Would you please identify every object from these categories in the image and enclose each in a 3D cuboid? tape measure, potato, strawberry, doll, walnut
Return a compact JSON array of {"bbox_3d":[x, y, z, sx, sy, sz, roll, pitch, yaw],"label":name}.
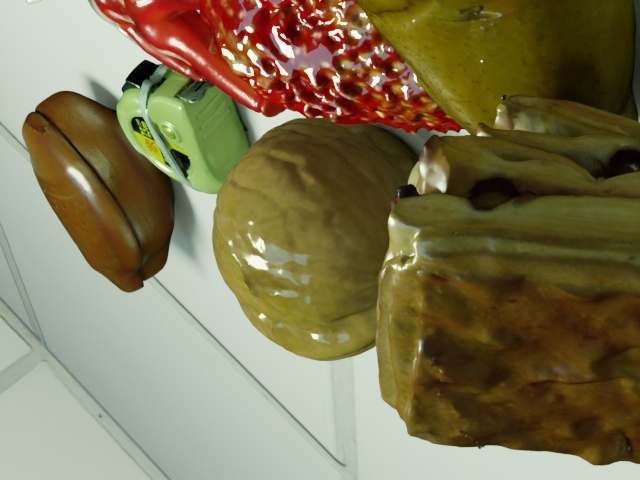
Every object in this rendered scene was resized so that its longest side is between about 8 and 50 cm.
[{"bbox_3d":[-0.147,-0.126,1.838,0.154,0.087,0.177,23,149,33],"label":"tape measure"},{"bbox_3d":[0.104,-0.183,1.090,0.196,0.176,0.369,-12,134,23],"label":"potato"},{"bbox_3d":[0.003,-0.175,1.339,0.306,0.138,0.233,31,151,49],"label":"strawberry"},{"bbox_3d":[-0.177,-0.245,1.700,0.384,0.099,0.188,28,150,37],"label":"doll"},{"bbox_3d":[0.014,-0.001,1.535,0.228,0.228,0.228,44,160,21],"label":"walnut"}]

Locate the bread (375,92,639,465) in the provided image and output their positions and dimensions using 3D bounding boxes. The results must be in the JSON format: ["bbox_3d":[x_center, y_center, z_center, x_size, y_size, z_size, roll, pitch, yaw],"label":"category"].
[{"bbox_3d":[0.201,0.024,1.073,0.325,0.167,0.277,5,147,4],"label":"bread"}]

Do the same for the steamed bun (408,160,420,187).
[{"bbox_3d":[0.136,-0.005,1.341,0.155,0.141,0.172,59,164,-7],"label":"steamed bun"}]

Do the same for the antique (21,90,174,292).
[{"bbox_3d":[-0.279,-0.067,2.183,0.223,0.129,0.278,29,151,48],"label":"antique"}]
